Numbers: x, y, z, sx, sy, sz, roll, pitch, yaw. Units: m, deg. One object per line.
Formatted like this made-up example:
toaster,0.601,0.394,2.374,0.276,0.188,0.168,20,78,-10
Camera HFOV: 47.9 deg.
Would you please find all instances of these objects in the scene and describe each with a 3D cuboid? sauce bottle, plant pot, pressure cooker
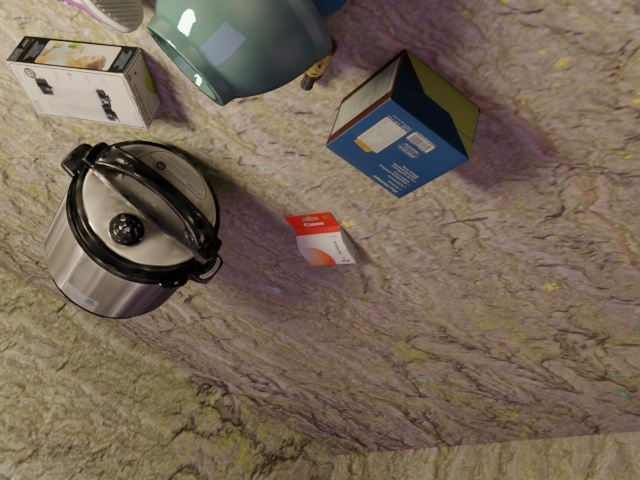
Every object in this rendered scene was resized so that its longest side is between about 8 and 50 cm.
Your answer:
sauce bottle,-0.007,-0.334,1.379,0.042,0.042,0.128,24,147,-7
plant pot,-0.152,-0.344,1.165,0.293,0.196,0.293,44,176,4
pressure cooker,-0.443,-0.030,1.742,0.370,0.375,0.420,2,155,-31

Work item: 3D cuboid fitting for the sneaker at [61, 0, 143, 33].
sneaker,-0.468,-0.479,1.358,0.282,0.102,0.161,42,146,-15

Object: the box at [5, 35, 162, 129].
box,-0.513,-0.346,1.584,0.290,0.087,0.169,9,147,16

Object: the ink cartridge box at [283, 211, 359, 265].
ink cartridge box,0.000,0.000,1.885,0.146,0.045,0.179,-5,143,33

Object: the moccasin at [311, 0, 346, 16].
moccasin,-0.003,-0.507,1.052,0.117,0.138,0.341,33,138,31

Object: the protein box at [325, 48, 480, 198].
protein box,0.157,-0.216,1.384,0.200,0.135,0.201,33,146,-21
